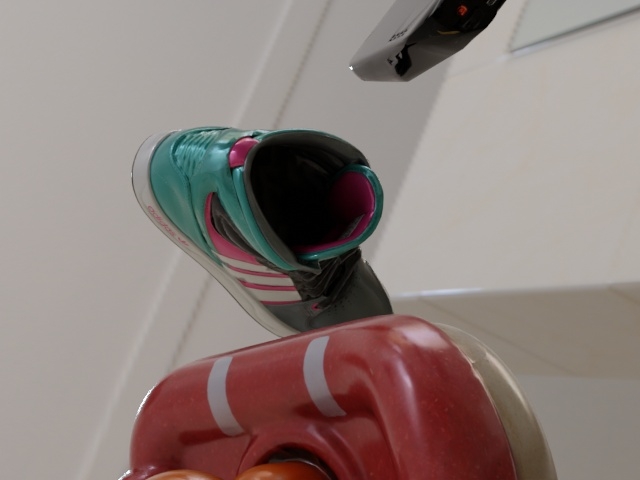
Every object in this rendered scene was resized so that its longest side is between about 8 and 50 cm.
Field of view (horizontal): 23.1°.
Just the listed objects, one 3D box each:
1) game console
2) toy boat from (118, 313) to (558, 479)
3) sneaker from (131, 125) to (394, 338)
[{"bbox_3d":[0.159,-0.268,1.192,0.044,0.213,0.361,39,-99,-10],"label":"game console"},{"bbox_3d":[-0.019,0.115,0.636,0.151,0.231,0.151,-6,-98,-46],"label":"toy boat"},{"bbox_3d":[0.000,0.000,1.310,0.295,0.178,0.123,38,-114,-32],"label":"sneaker"}]
